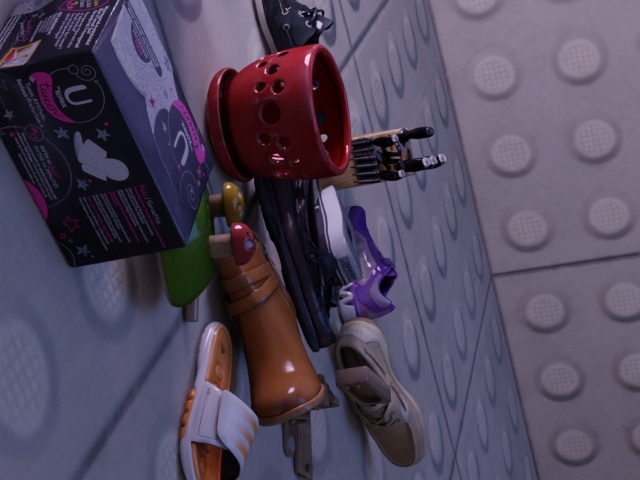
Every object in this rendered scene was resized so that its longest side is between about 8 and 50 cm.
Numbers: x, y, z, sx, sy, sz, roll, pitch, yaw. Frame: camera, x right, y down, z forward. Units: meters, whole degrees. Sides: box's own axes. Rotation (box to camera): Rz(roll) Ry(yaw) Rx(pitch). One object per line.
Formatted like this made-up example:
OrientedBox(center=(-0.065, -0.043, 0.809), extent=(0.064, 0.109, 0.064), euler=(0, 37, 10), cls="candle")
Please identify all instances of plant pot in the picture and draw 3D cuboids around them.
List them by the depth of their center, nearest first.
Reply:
OrientedBox(center=(-0.062, -0.174, 1.900), extent=(0.191, 0.174, 0.191), euler=(-10, 90, -74), cls="plant pot")

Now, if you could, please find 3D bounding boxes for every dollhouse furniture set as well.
OrientedBox(center=(0.024, 0.277, 1.987), extent=(0.144, 0.151, 0.123), euler=(46, 38, -59), cls="dollhouse furniture set")

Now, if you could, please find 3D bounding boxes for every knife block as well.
OrientedBox(center=(0.119, -0.153, 2.381), extent=(0.275, 0.242, 0.088), euler=(-28, 109, -73), cls="knife block")

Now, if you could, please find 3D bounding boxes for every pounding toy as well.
OrientedBox(center=(-0.132, -0.009, 1.601), extent=(0.237, 0.110, 0.183), euler=(79, 5, -74), cls="pounding toy")

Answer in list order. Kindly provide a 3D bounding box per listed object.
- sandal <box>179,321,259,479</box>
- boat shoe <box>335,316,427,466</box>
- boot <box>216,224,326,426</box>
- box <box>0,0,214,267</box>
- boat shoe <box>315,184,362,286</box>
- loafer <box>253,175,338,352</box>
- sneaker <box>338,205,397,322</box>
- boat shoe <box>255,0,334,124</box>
OrientedBox(center=(-0.119, 0.210, 1.673), extent=(0.102, 0.076, 0.265), euler=(62, 25, -48), cls="sandal")
OrientedBox(center=(0.100, 0.285, 2.331), extent=(0.302, 0.109, 0.098), euler=(68, 25, -20), cls="boat shoe")
OrientedBox(center=(-0.075, 0.109, 1.776), extent=(0.283, 0.109, 0.220), euler=(-85, 156, -71), cls="boot")
OrientedBox(center=(-0.226, -0.122, 1.379), extent=(0.163, 0.142, 0.247), euler=(-78, 154, -50), cls="box")
OrientedBox(center=(0.002, 0.004, 2.138), extent=(0.306, 0.105, 0.113), euler=(-99, 166, -64), cls="boat shoe")
OrientedBox(center=(-0.018, 0.016, 1.950), extent=(0.109, 0.095, 0.302), euler=(84, -12, -63), cls="loafer")
OrientedBox(center=(0.089, 0.045, 2.418), extent=(0.095, 0.104, 0.236), euler=(46, 37, -60), cls="sneaker")
OrientedBox(center=(-0.028, -0.336, 2.213), extent=(0.127, 0.113, 0.340), euler=(-42, 121, -70), cls="boat shoe")
